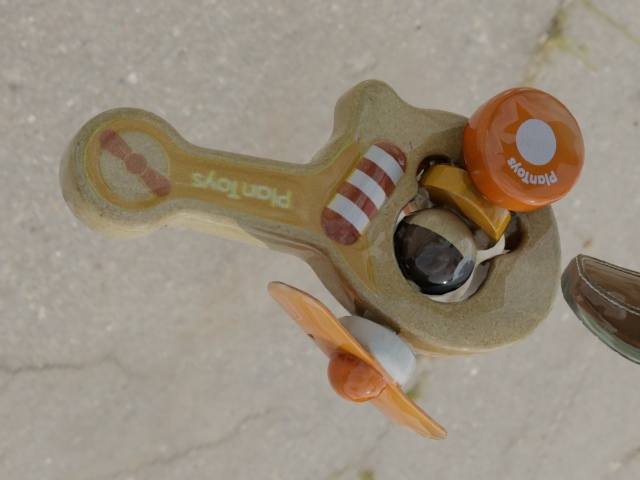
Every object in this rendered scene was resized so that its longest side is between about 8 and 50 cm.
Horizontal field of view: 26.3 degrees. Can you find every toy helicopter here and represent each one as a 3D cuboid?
[{"bbox_3d":[0.000,0.000,0.915,0.355,0.235,0.140,11,166,-20],"label":"toy helicopter"}]

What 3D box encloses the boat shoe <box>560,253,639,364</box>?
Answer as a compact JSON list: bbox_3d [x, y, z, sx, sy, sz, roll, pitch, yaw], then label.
[{"bbox_3d":[0.433,0.090,1.595,0.324,0.122,0.120,25,122,-16],"label":"boat shoe"}]
